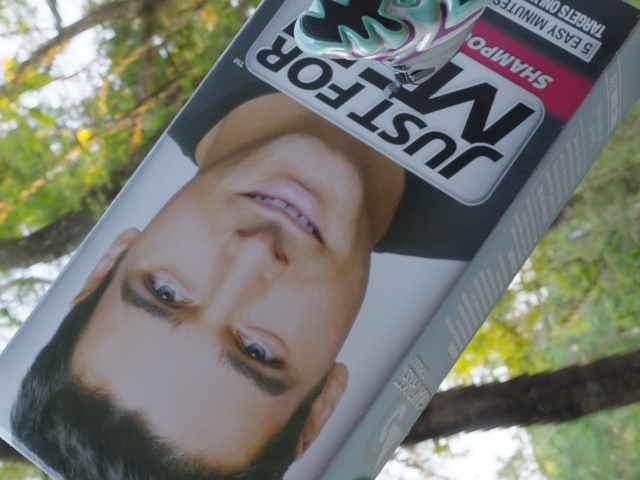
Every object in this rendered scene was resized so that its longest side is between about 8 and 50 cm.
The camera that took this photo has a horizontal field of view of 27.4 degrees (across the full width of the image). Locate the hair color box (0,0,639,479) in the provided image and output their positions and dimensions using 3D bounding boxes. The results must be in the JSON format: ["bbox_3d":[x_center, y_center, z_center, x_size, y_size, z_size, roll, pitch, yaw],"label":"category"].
[{"bbox_3d":[0.000,0.000,0.732,0.185,0.374,0.113,33,174,19],"label":"hair color box"}]

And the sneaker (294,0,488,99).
[{"bbox_3d":[0.031,-0.088,0.607,0.069,0.098,0.038,104,144,-56],"label":"sneaker"}]
